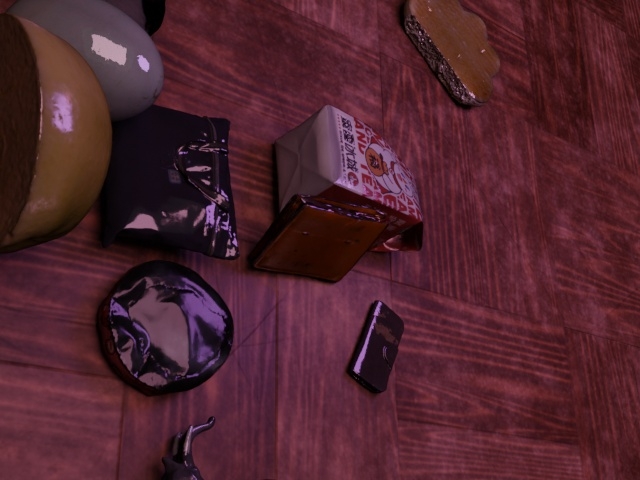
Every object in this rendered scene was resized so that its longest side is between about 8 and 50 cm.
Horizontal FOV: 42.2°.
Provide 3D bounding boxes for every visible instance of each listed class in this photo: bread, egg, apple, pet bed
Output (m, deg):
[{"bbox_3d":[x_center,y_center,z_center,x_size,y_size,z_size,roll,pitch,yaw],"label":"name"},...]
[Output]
[{"bbox_3d":[0.300,-0.433,1.830,0.207,0.056,0.286,-39,98,-40],"label":"bread"},{"bbox_3d":[-0.327,-0.250,1.137,0.231,0.168,0.168,22,56,-5],"label":"egg"},{"bbox_3d":[-0.388,-0.112,0.981,0.233,0.295,0.258,-17,94,-81],"label":"apple"},{"bbox_3d":[-0.215,0.121,1.159,0.201,0.053,0.201,18,60,-35],"label":"pet bed"}]

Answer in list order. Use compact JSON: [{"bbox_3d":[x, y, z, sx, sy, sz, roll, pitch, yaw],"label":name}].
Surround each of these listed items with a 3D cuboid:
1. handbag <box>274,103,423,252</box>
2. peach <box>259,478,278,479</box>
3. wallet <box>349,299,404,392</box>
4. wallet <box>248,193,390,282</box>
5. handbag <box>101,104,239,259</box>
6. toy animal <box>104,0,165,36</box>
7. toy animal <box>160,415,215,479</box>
[{"bbox_3d":[0.076,-0.095,1.433,0.298,0.151,0.171,18,55,-38],"label":"handbag"},{"bbox_3d":[-0.053,0.406,1.116,0.152,0.152,0.152,17,61,-34],"label":"peach"},{"bbox_3d":[0.099,0.182,1.419,0.082,0.018,0.157,41,49,-19],"label":"wallet"},{"bbox_3d":[-0.001,-0.003,1.322,0.195,0.161,0.042,9,45,-39],"label":"wallet"},{"bbox_3d":[-0.221,-0.094,1.223,0.211,0.088,0.254,6,61,-29],"label":"handbag"},{"bbox_3d":[-0.302,-0.416,1.242,0.187,0.165,0.235,21,60,-12],"label":"toy animal"},{"bbox_3d":[-0.200,0.344,1.056,0.137,0.082,0.269,23,54,-35],"label":"toy animal"}]
